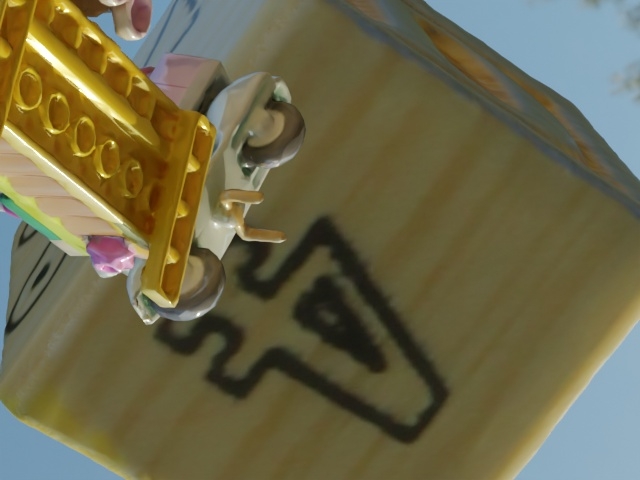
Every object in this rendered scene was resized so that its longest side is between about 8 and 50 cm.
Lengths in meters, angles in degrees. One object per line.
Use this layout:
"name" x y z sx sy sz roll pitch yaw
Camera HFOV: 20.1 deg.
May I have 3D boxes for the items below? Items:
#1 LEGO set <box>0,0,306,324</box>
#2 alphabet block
"LEGO set" -0.101 -0.083 0.388 0.287 0.107 0.132 68 -146 -41
"alphabet block" 0.000 0.000 0.747 0.193 0.197 0.192 32 -166 -16
